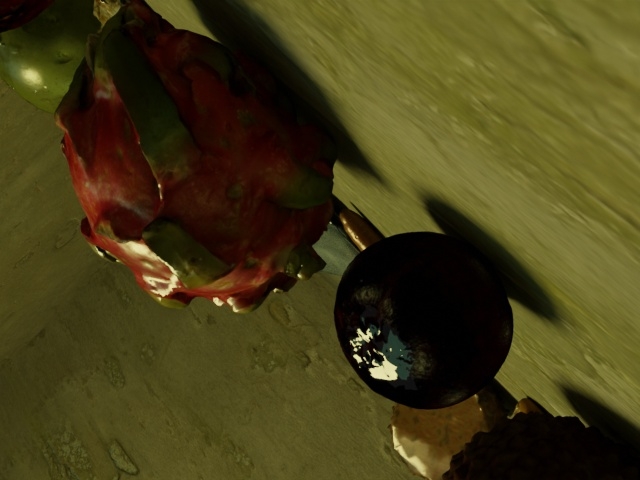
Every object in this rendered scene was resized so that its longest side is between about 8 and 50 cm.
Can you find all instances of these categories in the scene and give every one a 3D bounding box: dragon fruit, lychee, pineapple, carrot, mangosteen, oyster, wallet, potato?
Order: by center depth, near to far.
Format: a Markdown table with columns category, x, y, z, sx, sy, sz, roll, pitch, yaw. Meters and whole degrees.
| category | x | y | z | sx | sy | sz | roll | pitch | yaw |
| --- | --- | --- | --- | --- | --- | --- | --- | --- | --- |
| mangosteen | 0.089 | 0.061 | 0.697 | 0.152 | 0.152 | 0.152 | 45 | 176 | 4 |
| dragon fruit | -0.117 | -0.072 | 0.789 | 0.231 | 0.237 | 0.303 | 1 | 129 | 54 |
| lychee | 0.227 | 0.291 | 0.836 | 0.267 | 0.267 | 0.267 | 45 | 176 | 4 |
| carrot | 0.107 | 0.052 | 1.070 | 0.248 | 0.043 | 0.043 | 48 | 176 | -11 |
| oyster | -0.254 | -0.276 | 1.155 | 0.191 | 0.081 | 0.163 | 43 | 173 | -17 |
| wallet | 0.001 | -0.002 | 1.223 | 0.167 | 0.036 | 0.222 | 10 | 157 | 33 |
| potato | -0.394 | -0.300 | 1.343 | 0.216 | 0.216 | 0.304 | 43 | -177 | 27 |
| pineapple | 0.253 | 0.321 | 1.493 | 0.202 | 0.202 | 0.362 | 44 | -169 | 21 |

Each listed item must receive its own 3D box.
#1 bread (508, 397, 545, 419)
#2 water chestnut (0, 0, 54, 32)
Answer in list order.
| category | x | y | z | sx | sy | sz | roll | pitch | yaw |
| --- | --- | --- | --- | --- | --- | --- | --- | --- | --- |
| bread | 0.344 | 0.322 | 1.155 | 0.239 | 0.074 | 0.092 | 45 | -179 | 8 |
| water chestnut | -0.434 | -0.361 | 0.963 | 0.289 | 0.289 | 0.244 | 44 | 144 | 11 |
